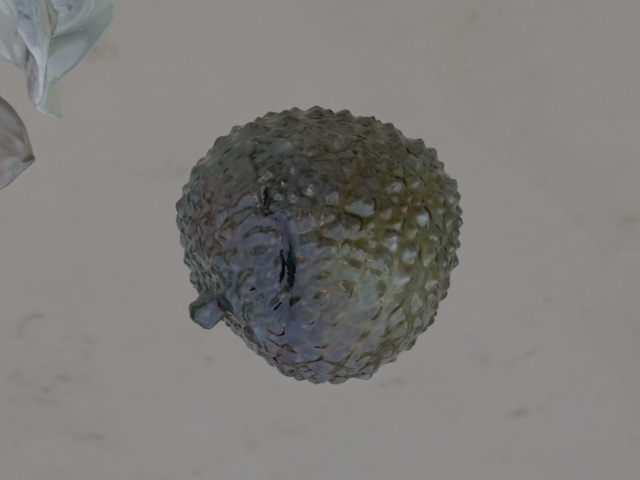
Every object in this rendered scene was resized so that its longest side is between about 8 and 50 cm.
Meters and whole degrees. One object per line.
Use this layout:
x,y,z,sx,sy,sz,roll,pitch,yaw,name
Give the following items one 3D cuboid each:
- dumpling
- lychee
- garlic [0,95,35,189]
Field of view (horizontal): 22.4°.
-0.205,-0.198,1.165,0.124,0.151,0.228,-4,101,7,dumpling
0.000,0.000,1.433,0.274,0.255,0.255,-29,146,-14,lychee
-0.374,-0.104,1.198,0.318,0.143,0.112,27,-179,-21,garlic
